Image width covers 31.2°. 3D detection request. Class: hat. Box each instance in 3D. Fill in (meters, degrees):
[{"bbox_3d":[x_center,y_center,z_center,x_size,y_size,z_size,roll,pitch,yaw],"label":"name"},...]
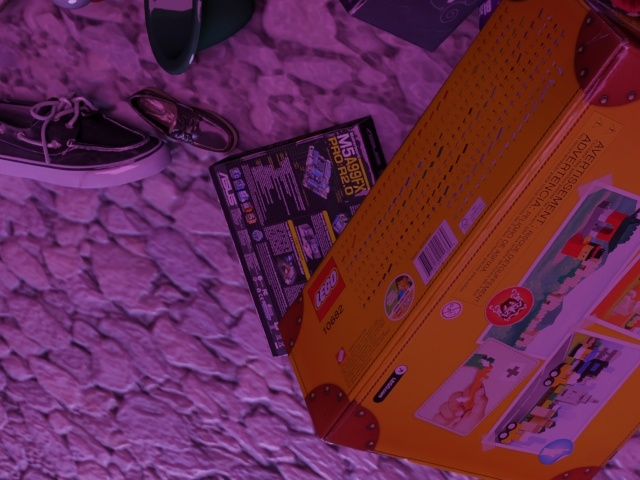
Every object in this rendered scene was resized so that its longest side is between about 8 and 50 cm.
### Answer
[{"bbox_3d":[-0.100,-0.295,1.435,0.208,0.183,0.173,16,109,60],"label":"hat"}]

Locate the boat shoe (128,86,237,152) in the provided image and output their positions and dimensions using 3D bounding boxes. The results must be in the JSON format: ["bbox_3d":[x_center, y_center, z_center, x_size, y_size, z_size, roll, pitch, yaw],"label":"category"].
[{"bbox_3d":[-0.182,-0.151,1.492,0.152,0.049,0.056,24,112,12],"label":"boat shoe"}]

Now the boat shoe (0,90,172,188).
[{"bbox_3d":[-0.341,-0.144,1.519,0.306,0.113,0.105,10,123,27],"label":"boat shoe"}]

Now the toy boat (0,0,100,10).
[{"bbox_3d":[-0.397,-0.384,1.448,0.318,0.148,0.268,28,113,11],"label":"toy boat"}]

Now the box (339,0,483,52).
[{"bbox_3d":[0.061,-0.358,1.225,0.143,0.165,0.270,-44,60,25],"label":"box"}]

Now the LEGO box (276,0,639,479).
[{"bbox_3d":[0.249,0.015,1.204,0.372,0.193,0.500,19,118,-31],"label":"LEGO box"}]

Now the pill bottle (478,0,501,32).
[{"bbox_3d":[0.227,-0.236,1.253,0.108,0.108,0.194,-5,81,21],"label":"pill bottle"}]

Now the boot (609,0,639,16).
[{"bbox_3d":[0.339,-0.266,1.036,0.138,0.284,0.377,-16,106,45],"label":"boot"}]

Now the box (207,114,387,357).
[{"bbox_3d":[0.000,0.000,1.465,0.216,0.060,0.270,-15,100,22],"label":"box"}]
